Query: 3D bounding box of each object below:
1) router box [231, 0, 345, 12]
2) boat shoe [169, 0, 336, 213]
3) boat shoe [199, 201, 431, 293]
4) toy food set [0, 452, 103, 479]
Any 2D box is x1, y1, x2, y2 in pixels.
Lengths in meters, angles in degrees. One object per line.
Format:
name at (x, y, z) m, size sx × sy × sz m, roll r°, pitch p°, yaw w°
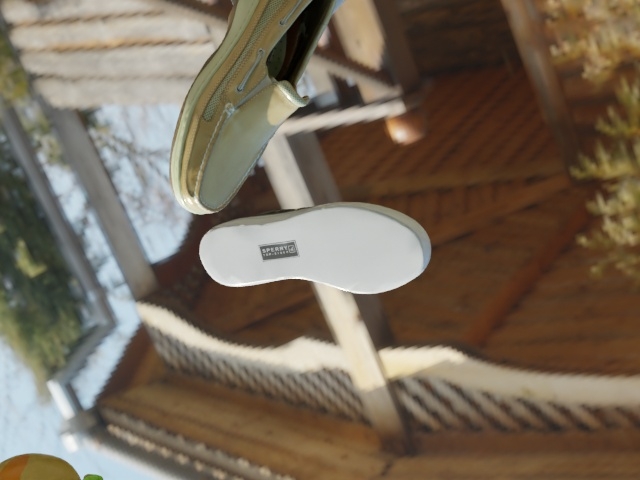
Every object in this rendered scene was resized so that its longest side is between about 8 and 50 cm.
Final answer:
router box at (0.005, -0.353, 1.156) m, size 0.081 × 0.243 × 0.309 m, roll -3°, pitch 153°, yaw -43°
boat shoe at (-0.042, -0.103, 0.977) m, size 0.072 × 0.190 × 0.068 m, roll 21°, pitch -178°, yaw 35°
boat shoe at (0.000, 0.000, 0.771) m, size 0.142 × 0.049 × 0.040 m, roll -1°, pitch -164°, yaw 32°
toy food set at (-0.151, 0.152, 0.621) m, size 0.192 × 0.038 × 0.132 m, roll -2°, pitch -130°, yaw 17°
